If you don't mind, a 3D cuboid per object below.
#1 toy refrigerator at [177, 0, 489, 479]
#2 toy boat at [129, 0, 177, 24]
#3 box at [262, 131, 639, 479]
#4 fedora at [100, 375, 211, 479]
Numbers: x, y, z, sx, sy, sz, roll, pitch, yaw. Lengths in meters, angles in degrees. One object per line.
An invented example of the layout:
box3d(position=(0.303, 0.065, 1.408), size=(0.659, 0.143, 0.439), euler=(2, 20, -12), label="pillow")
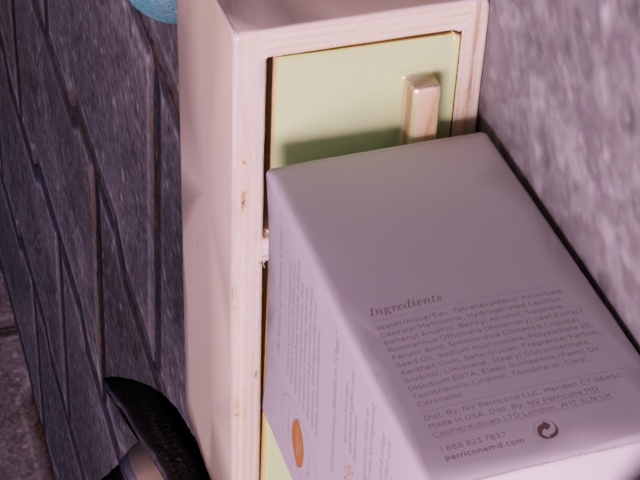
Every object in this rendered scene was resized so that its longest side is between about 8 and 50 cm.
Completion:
box3d(position=(0.000, 0.000, 0.737), size=(0.094, 0.102, 0.270), euler=(-117, 23, -48), label="toy refrigerator")
box3d(position=(-0.107, -0.235, 0.886), size=(0.318, 0.148, 0.268), euler=(-159, 60, -72), label="toy boat")
box3d(position=(0.046, 0.064, 0.628), size=(0.170, 0.091, 0.130), euler=(-117, 22, -46), label="box")
box3d(position=(-0.073, 0.239, 0.891), size=(0.334, 0.152, 0.334), euler=(58, 175, 8), label="fedora")
